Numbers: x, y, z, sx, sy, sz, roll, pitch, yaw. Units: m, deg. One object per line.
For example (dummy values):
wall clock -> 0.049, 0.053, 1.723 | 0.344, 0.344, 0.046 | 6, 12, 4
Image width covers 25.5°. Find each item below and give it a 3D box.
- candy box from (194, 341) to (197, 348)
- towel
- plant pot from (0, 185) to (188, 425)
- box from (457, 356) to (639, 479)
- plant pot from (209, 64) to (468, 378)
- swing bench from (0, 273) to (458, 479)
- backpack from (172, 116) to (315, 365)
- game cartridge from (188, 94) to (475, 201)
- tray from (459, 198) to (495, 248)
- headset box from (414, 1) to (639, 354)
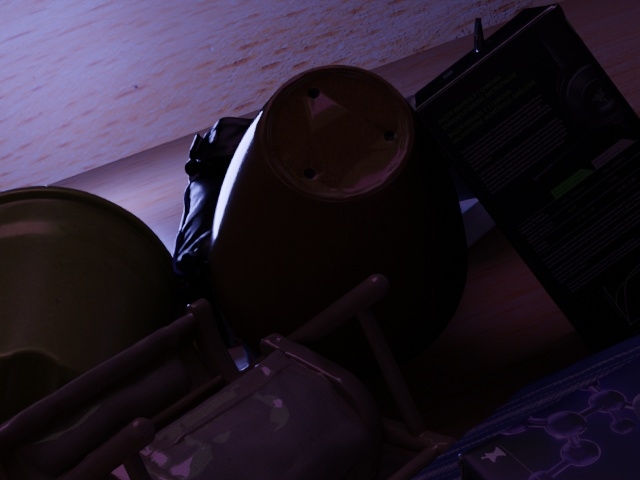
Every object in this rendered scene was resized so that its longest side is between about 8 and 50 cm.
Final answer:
candy box -> -0.144, 0.091, 1.678 | 0.105, 0.027, 0.206 | -31, 17, -30
towel -> 0.114, 0.153, 0.899 | 0.336, 0.040, 0.243 | -32, -3, -38
plant pot -> -0.259, 0.124, 1.290 | 0.276, 0.276, 0.254 | -19, 25, 3
box -> 0.209, 0.155, 0.598 | 0.184, 0.103, 0.261 | -27, 38, -20
plant pot -> 0.015, -0.035, 1.178 | 0.237, 0.237, 0.254 | -21, -22, -9
swing bench -> -0.084, 0.156, 1.064 | 0.253, 0.165, 0.255 | -31, 12, -39
backpack -> 0.000, 0.000, 1.429 | 0.263, 0.213, 0.276 | -19, 34, 11
game cartridge -> 0.053, -0.077, 1.621 | 0.355, 0.068, 0.230 | -14, -18, 21
tray -> 0.109, 0.006, 1.657 | 0.145, 0.030, 0.270 | -8, 18, 37
headset box -> 0.196, -0.054, 1.129 | 0.131, 0.283, 0.246 | -37, 4, 8
